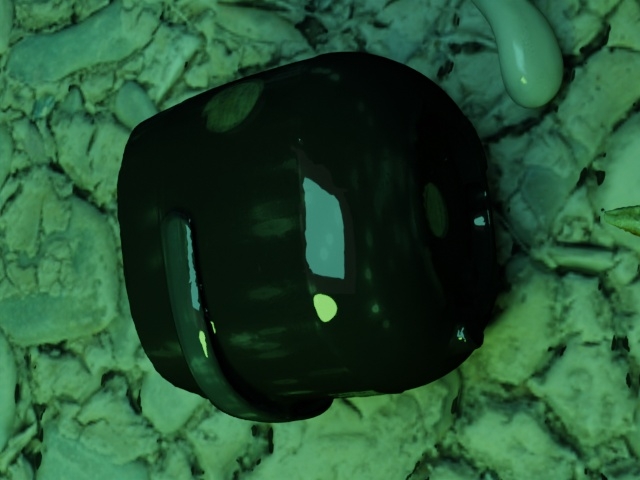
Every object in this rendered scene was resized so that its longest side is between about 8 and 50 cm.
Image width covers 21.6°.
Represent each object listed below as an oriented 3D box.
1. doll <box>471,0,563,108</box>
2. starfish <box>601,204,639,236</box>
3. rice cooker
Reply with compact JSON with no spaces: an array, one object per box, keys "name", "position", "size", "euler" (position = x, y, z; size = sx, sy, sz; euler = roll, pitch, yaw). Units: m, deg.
[{"name":"doll","position":[0.135,-0.292,1.200],"size":[0.159,0.242,0.311],"euler":[-29,69,-14]},{"name":"starfish","position":[0.332,0.065,1.098],"size":[0.347,0.078,0.358],"euler":[41,111,25]},{"name":"rice cooker","position":[0.000,0.000,1.189],"size":[0.224,0.267,0.267],"euler":[-10,80,24]}]
